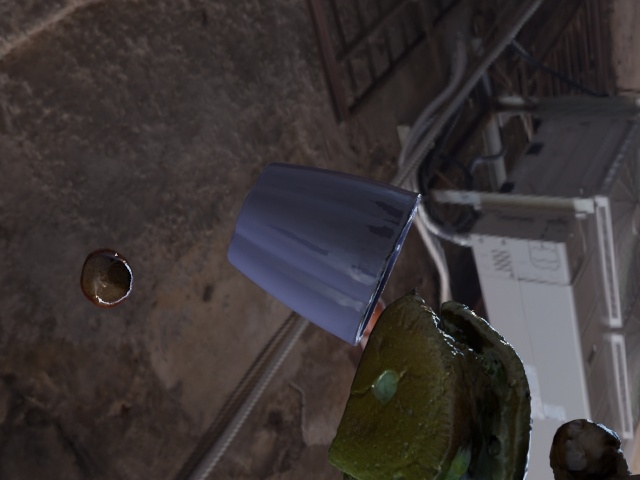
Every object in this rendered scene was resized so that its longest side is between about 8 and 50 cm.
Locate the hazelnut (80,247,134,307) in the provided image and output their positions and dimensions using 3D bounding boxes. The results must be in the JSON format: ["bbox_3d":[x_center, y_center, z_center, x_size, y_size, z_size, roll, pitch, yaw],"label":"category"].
[{"bbox_3d":[-0.301,0.054,1.211,0.086,0.086,0.086,-12,-145,9],"label":"hazelnut"}]

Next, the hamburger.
[{"bbox_3d":[0.139,0.217,0.962,0.168,0.287,0.192,12,-171,-45],"label":"hamburger"}]

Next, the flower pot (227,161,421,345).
[{"bbox_3d":[0.000,0.000,1.318,0.243,0.265,0.265,24,-135,4],"label":"flower pot"}]

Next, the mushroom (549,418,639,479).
[{"bbox_3d":[0.325,0.372,0.852,0.345,0.345,0.239,2,-156,26],"label":"mushroom"}]
